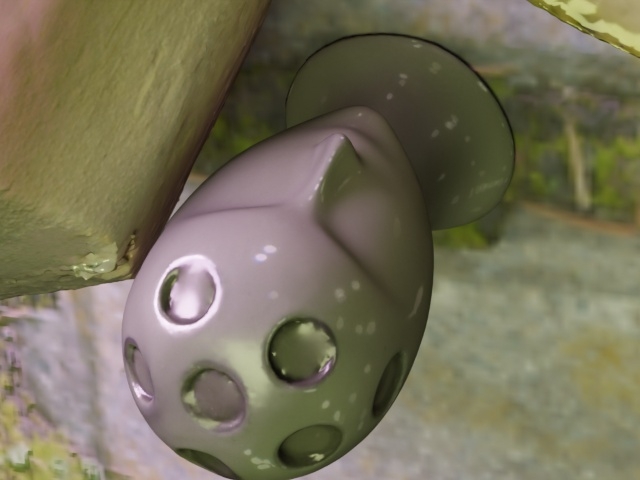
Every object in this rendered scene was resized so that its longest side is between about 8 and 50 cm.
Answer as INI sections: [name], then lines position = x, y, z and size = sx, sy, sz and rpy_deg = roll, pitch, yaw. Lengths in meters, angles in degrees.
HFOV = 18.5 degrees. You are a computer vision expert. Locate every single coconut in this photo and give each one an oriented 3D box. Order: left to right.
[coconut]
position = -0.095, -0.054, 0.522
size = 0.147, 0.147, 0.153
rpy_deg = 24, 89, 9

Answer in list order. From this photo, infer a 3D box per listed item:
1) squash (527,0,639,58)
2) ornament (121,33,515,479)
[squash]
position = 0.119, -0.147, 0.456
size = 0.252, 0.049, 0.252
rpy_deg = 9, 119, 17
[ornament]
position = 0.000, 0.000, 0.513
size = 0.075, 0.156, 0.081
rpy_deg = 24, 122, 9
